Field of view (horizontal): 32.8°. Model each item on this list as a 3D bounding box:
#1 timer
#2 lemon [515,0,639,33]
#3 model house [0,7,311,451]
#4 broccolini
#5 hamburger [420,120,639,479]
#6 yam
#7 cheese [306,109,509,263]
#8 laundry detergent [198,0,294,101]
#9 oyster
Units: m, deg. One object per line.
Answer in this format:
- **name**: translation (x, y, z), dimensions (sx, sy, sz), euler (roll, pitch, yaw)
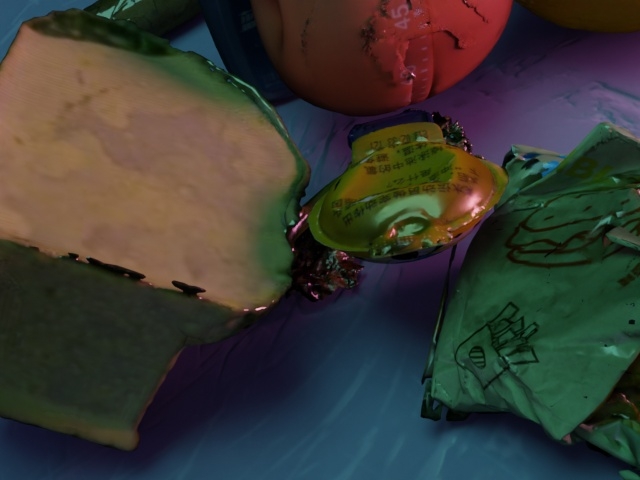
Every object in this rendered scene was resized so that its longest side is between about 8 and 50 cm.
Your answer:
- **timer**: translation (0.048, -0.228, 0.957), dimensions (0.214, 0.230, 0.230), euler (-23, 45, -9)
- **lemon**: translation (0.266, -0.324, 0.987), dimensions (0.293, 0.293, 0.293), euler (-11, 46, 12)
- **model house**: translation (-0.181, 0.015, 0.890), dimensions (0.261, 0.266, 0.321), euler (20, 37, -17)
- **broccolini**: translation (0.050, -0.016, 0.916), dimensions (0.123, 0.062, 0.271), euler (23, 51, 34)
- **hamburger**: translation (0.206, 0.035, 0.768), dimensions (0.276, 0.150, 0.261), euler (21, 61, 34)
- **yam**: translation (-0.178, -0.285, 1.268), dimensions (0.371, 0.083, 0.083), euler (-36, 46, -11)
- **cheese**: translation (0.065, -0.048, 0.850), dimensions (0.156, 0.064, 0.250), euler (-12, 28, 7)
- **laundry detergent**: translation (-0.065, -0.276, 1.061), dimensions (0.143, 0.290, 0.094), euler (-28, 45, -3)
- **oyster**: translation (0.000, -0.001, 0.966), dimensions (0.086, 0.029, 0.132), euler (-17, 46, 7)
